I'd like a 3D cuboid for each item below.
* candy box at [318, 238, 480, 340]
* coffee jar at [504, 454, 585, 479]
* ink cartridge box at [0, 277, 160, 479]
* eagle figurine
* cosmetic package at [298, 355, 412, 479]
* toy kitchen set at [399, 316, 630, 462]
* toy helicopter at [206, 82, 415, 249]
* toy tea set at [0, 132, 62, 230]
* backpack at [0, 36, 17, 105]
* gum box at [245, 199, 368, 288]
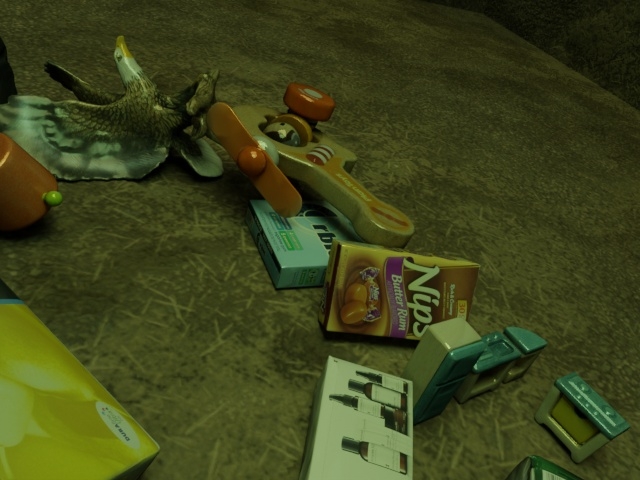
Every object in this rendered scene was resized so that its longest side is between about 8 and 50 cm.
[{"bbox_3d":[0.100,0.065,0.698,0.187,0.109,0.053,8,8,-15],"label":"candy box"},{"bbox_3d":[0.260,0.277,0.502,0.184,0.096,0.079,24,38,6],"label":"coffee jar"},{"bbox_3d":[-0.301,0.093,0.361,0.304,0.072,0.307,41,5,14],"label":"ink cartridge box"},{"bbox_3d":[-0.303,-0.199,0.858,0.298,0.225,0.226,-11,-9,8],"label":"eagle figurine"},{"bbox_3d":[0.031,0.221,0.504,0.099,0.060,0.239,16,35,-2],"label":"cosmetic package"},{"bbox_3d":[0.219,0.170,0.605,0.207,0.122,0.166,-9,43,-33],"label":"toy kitchen set"},{"bbox_3d":[-0.013,-0.102,0.793,0.235,0.140,0.355,-8,43,-49],"label":"toy helicopter"},{"bbox_3d":[-0.471,-0.092,0.693,0.200,0.124,0.336,-36,60,-15],"label":"toy tea set"},{"bbox_3d":[-0.569,-0.257,0.830,0.182,0.151,0.115,2,31,-2],"label":"backpack"},{"bbox_3d":[0.000,0.000,0.808,0.184,0.041,0.157,-2,39,-26],"label":"gum box"}]
